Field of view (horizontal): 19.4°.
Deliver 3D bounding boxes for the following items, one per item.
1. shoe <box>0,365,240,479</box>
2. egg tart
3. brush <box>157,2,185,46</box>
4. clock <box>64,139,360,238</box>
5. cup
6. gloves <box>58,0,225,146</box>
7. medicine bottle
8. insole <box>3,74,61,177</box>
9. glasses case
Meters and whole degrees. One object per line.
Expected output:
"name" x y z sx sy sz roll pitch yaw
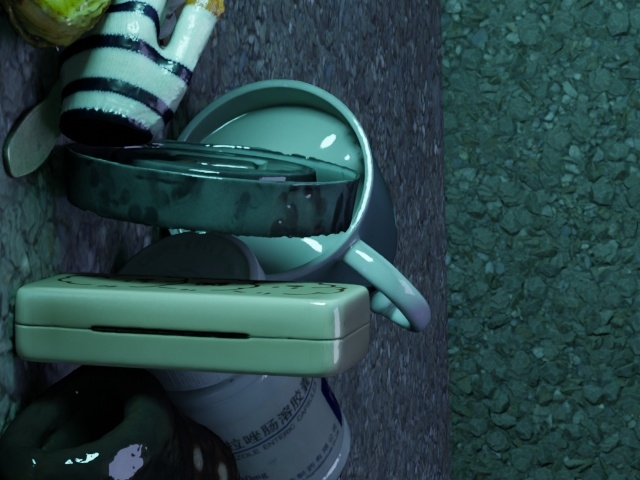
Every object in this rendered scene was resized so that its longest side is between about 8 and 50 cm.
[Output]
"shoe" -0.202 0.233 1.921 0.384 0.171 0.237 -34 129 -62
"egg tart" -0.262 -0.315 1.785 0.279 0.095 0.278 7 90 -71
"brush" -0.184 -0.283 2.154 0.327 0.065 0.070 -83 161 -54
"clock" -0.114 -0.057 1.956 0.312 0.313 0.061 -23 120 -74
"cup" 0.000 0.000 2.319 0.259 0.357 0.274 -49 159 -7
"gloves" -0.190 -0.205 1.918 0.131 0.140 0.218 20 70 -27
"medicine bottle" -0.104 0.155 2.159 0.332 0.190 0.190 62 32 -43
"insole" -0.278 -0.118 1.894 0.192 0.010 0.063 -64 152 -55
"glasses case" -0.126 0.081 1.860 0.144 0.337 0.076 -25 116 -74
